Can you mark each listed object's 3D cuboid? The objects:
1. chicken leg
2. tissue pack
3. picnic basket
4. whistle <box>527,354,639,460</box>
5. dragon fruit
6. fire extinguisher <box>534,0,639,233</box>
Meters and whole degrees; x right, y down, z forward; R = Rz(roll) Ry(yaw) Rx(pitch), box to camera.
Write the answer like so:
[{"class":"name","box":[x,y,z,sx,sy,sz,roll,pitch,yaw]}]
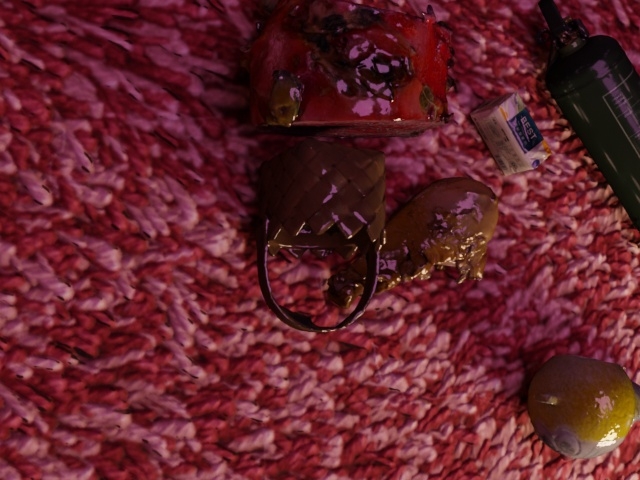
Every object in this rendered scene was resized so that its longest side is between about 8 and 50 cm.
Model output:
[{"class":"chicken leg","box":[0.100,0.014,1.352,0.207,0.085,0.101,-34,114,-18]},{"class":"tissue pack","box":[0.210,-0.118,1.428,0.042,0.062,0.083,-37,101,-22]},{"class":"picnic basket","box":[0.000,0.000,1.259,0.128,0.138,0.179,9,78,-21]},{"class":"whistle","box":[0.310,0.191,1.429,0.223,0.122,0.123,15,77,-42]},{"class":"dragon fruit","box":[0.031,-0.175,1.273,0.282,0.211,0.147,-5,93,-55]},{"class":"fire extinguisher","box":[0.339,-0.139,1.487,0.311,0.095,0.114,55,20,-14]}]
